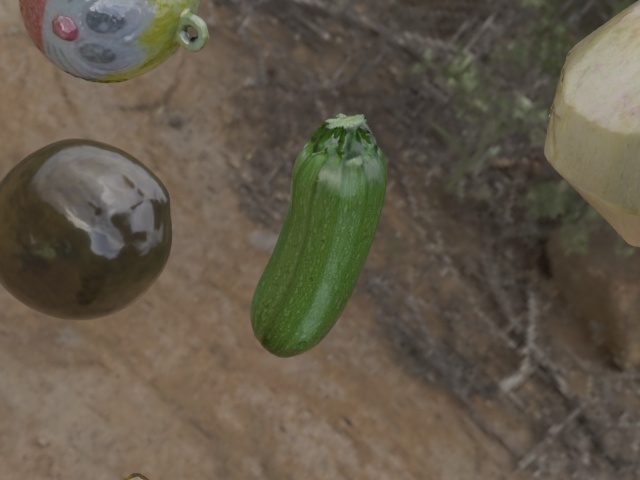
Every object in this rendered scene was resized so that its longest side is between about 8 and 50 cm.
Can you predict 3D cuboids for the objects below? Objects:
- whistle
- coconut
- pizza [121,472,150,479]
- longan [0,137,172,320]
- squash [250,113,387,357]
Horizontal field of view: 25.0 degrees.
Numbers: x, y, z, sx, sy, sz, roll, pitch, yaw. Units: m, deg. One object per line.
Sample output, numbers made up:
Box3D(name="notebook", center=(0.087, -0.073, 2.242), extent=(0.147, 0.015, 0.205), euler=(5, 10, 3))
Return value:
Box3D(name="whistle", center=(-0.165, -0.172, 0.890), extent=(0.223, 0.123, 0.123), euler=(30, 34, 13))
Box3D(name="coconut", center=(0.357, -0.110, 1.455), extent=(0.259, 0.259, 0.259), euler=(24, 38, -20))
Box3D(name="pizza", center=(-0.226, 0.282, 1.187), extent=(0.074, 0.251, 0.288), euler=(49, 37, 4))
Box3D(name="longan", center=(-0.219, -0.010, 1.323), extent=(0.167, 0.187, 0.167), euler=(5, 82, -39))
Box3D(name="squash", center=(0.000, 0.000, 1.097), extent=(0.077, 0.219, 0.068), euler=(10, 34, -9))
